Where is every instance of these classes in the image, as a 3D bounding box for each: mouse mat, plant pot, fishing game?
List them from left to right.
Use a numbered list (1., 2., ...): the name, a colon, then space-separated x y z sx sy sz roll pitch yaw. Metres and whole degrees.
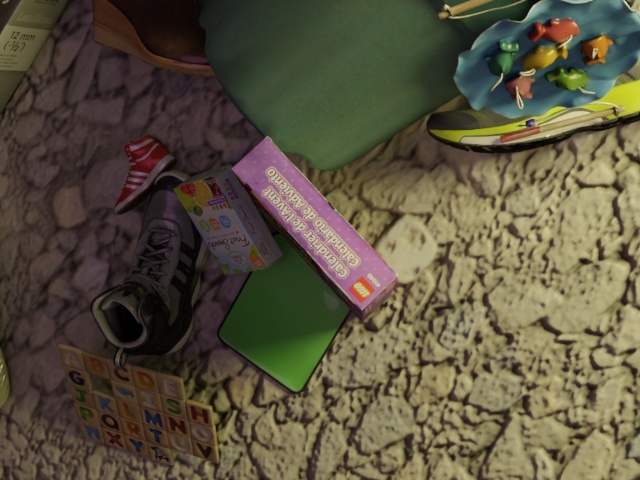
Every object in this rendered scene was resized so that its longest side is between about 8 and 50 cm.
1. mouse mat: -0.046 0.100 1.218 0.153 0.007 0.189 34 106 12
2. plant pot: 0.066 -0.269 0.969 0.334 0.341 0.341 -35 86 28
3. fishing game: 0.225 -0.166 0.852 0.189 0.264 0.041 -14 63 15

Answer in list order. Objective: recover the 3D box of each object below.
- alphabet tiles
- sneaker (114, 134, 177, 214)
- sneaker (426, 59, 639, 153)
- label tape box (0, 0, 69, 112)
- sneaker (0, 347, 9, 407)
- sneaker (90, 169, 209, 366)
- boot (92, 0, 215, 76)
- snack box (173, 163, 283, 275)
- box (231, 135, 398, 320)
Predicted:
1. alphabet tiles: -0.257 0.248 1.265 0.237 0.009 0.198 13 130 17
2. sneaker: -0.264 -0.096 1.246 0.118 0.042 0.067 -44 86 12
3. sneaker: 0.268 -0.177 1.024 0.300 0.111 0.121 -13 87 13
4. label tape box: -0.490 -0.383 1.247 0.249 0.115 0.347 42 110 9
5. sneaker: -0.583 0.106 1.341 0.148 0.131 0.350 -1 98 15
6. sneaker: -0.228 0.042 1.194 0.101 0.153 0.268 12 102 17
7. boot: -0.192 -0.334 1.159 0.248 0.090 0.206 21 106 19
8. snack box: -0.123 -0.025 1.170 0.100 0.037 0.141 -10 115 49
9. box: 0.000 0.000 1.036 0.057 0.293 0.201 -43 82 -3
